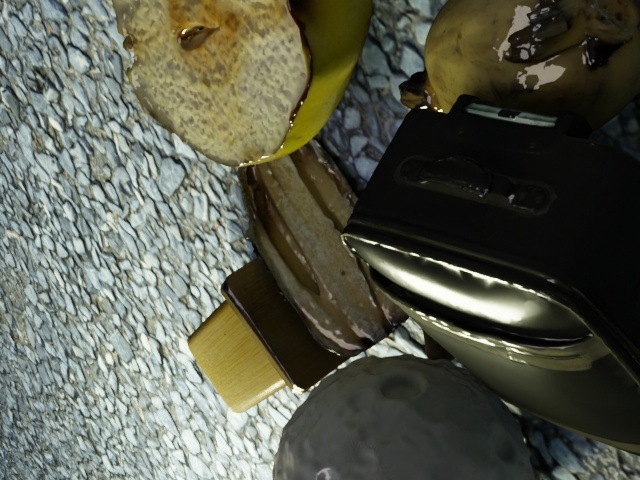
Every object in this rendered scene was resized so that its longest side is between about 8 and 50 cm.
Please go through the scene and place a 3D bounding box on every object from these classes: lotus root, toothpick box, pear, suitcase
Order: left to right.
[{"bbox_3d":[-0.071,-0.271,1.293,0.386,0.191,0.340,7,118,50],"label":"pear"},{"bbox_3d":[-0.067,0.133,1.629,0.187,0.190,0.308,54,150,3],"label":"toothpick box"},{"bbox_3d":[0.000,-0.001,1.482,0.329,0.167,0.078,61,-175,15],"label":"lotus root"},{"bbox_3d":[0.183,-0.170,1.071,0.183,0.182,0.310,61,150,-5],"label":"lotus root"},{"bbox_3d":[0.221,0.051,1.039,0.283,0.194,0.434,18,162,43],"label":"suitcase"}]

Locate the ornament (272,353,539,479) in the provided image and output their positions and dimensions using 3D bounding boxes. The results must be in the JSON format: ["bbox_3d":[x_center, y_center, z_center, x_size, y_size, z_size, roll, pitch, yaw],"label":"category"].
[{"bbox_3d":[0.099,0.313,1.385,0.337,0.337,0.337,32,139,34],"label":"ornament"}]

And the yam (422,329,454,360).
[{"bbox_3d":[0.139,0.041,1.404,0.046,0.046,0.264,20,132,43],"label":"yam"}]
